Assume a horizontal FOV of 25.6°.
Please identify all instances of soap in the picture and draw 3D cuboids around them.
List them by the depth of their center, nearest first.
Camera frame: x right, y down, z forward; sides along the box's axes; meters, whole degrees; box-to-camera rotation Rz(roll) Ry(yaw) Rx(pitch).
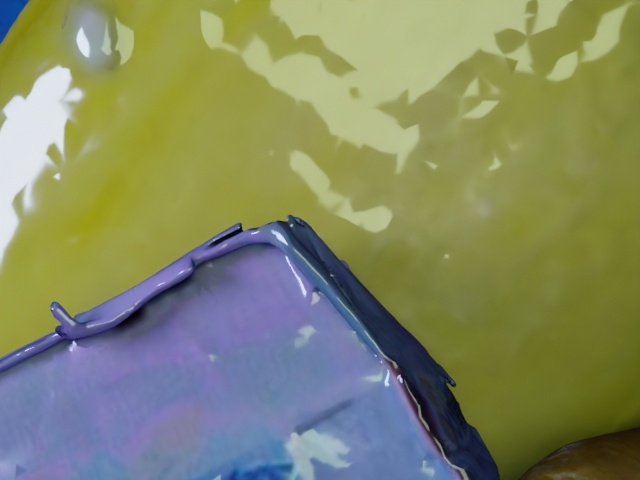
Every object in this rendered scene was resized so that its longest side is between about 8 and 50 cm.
[{"bbox_3d":[0.000,0.000,0.572,0.306,0.115,0.427,41,97,-2],"label":"soap"}]

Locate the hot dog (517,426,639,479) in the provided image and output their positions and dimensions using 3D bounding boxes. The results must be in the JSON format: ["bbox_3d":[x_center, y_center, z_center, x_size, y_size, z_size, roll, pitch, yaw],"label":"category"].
[{"bbox_3d":[0.162,0.110,0.540,0.068,0.249,0.100,-42,62,29],"label":"hot dog"}]

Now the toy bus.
[{"bbox_3d":[-0.102,0.108,0.484,0.317,0.112,0.138,-29,87,5],"label":"toy bus"}]
